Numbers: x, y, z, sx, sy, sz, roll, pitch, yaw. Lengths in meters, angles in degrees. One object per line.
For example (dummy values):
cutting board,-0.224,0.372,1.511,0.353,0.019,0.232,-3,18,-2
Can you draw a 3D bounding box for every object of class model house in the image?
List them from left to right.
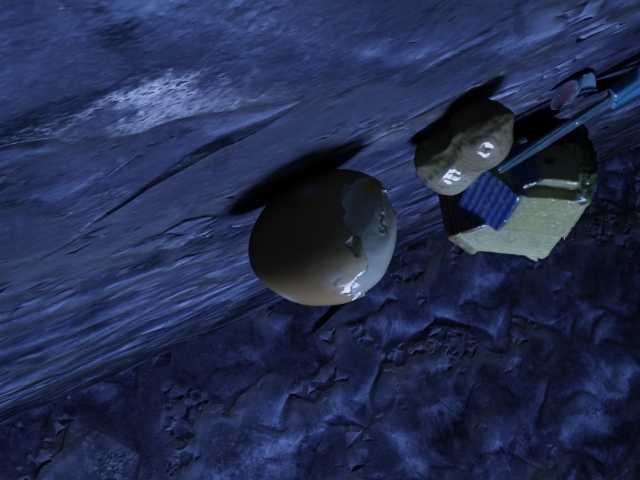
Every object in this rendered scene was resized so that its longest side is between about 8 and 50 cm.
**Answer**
model house,0.399,-0.128,1.890,0.266,0.261,0.321,1,150,-10

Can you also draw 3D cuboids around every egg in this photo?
egg,0.000,0.000,1.341,0.244,0.201,0.201,-16,179,29

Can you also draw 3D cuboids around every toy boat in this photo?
toy boat,0.479,-0.285,1.617,0.122,0.034,0.096,-28,163,-36

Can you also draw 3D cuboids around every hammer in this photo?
hammer,0.569,-0.312,1.737,0.287,0.033,0.111,-21,171,-32

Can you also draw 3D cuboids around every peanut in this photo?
peanut,0.224,-0.150,1.424,0.125,0.111,0.274,-7,164,-17

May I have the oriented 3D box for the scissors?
scissors,0.533,-0.256,1.703,0.447,0.029,0.192,-33,160,3
